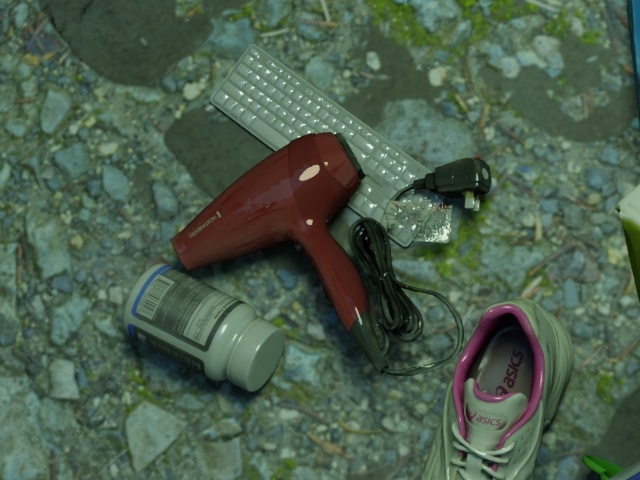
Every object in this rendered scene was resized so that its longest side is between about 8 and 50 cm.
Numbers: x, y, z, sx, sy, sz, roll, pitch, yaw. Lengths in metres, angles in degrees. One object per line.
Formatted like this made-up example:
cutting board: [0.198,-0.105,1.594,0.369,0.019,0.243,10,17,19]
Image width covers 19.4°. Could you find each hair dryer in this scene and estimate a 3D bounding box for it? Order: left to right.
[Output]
hair dryer: [0.000,0.000,1.694,0.293,0.080,0.223,4,59,22]

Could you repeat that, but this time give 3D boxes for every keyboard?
keyboard: [0.007,-0.093,1.785,0.256,0.014,0.072,37,85,21]

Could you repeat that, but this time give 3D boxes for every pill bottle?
pill bottle: [-0.107,0.082,1.725,0.137,0.078,0.078,26,81,19]

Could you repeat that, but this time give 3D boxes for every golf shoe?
golf shoe: [0.133,0.190,1.601,0.115,0.140,0.306,10,77,15]

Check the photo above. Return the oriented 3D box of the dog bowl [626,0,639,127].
dog bowl: [0.352,-0.163,1.654,0.166,0.074,0.297,2,61,-5]

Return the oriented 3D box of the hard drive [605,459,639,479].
hard drive: [0.279,0.346,1.479,0.210,0.040,0.318,-34,92,17]

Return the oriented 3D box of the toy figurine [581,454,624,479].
toy figurine: [0.247,0.283,1.564,0.173,0.130,0.159,32,97,56]

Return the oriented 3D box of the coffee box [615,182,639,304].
coffee box: [0.461,0.059,1.328,0.334,0.338,0.337,-40,50,-14]
